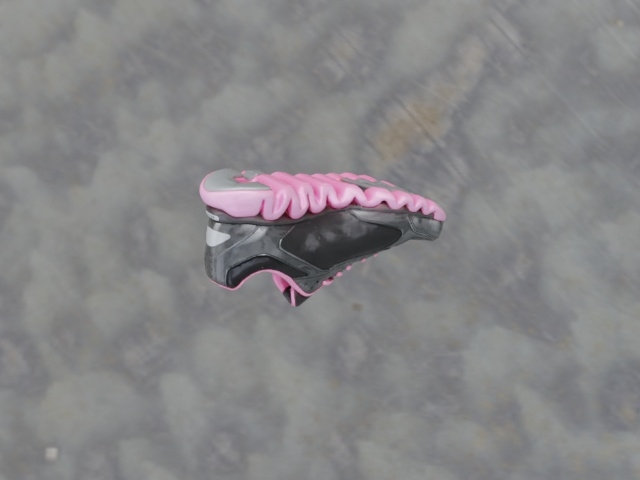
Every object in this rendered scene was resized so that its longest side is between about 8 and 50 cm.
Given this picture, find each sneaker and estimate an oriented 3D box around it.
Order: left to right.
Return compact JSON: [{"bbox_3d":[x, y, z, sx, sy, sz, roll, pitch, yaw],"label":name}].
[{"bbox_3d":[0.000,0.000,0.668,0.047,0.119,0.057,23,109,59],"label":"sneaker"}]
